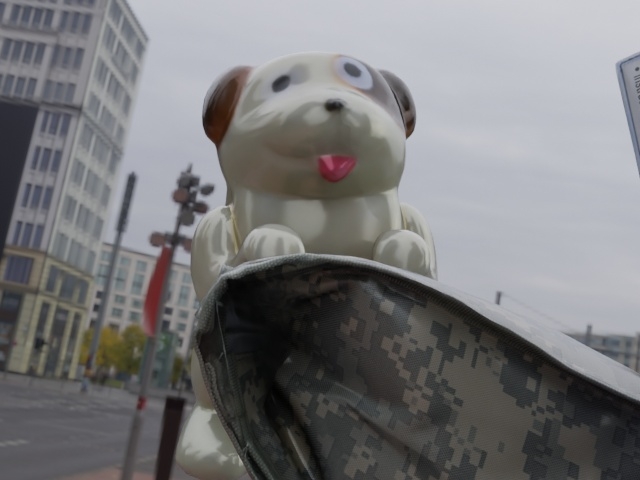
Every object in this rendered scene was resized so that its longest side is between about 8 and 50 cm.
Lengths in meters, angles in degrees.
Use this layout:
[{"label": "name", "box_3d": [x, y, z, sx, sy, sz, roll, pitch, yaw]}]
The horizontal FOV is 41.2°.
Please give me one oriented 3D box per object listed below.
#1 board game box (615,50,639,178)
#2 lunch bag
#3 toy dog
[{"label": "board game box", "box_3d": [0.254, 0.030, 0.188, 0.318, 0.319, 0.066, -21, -35, 34]}, {"label": "lunch bag", "box_3d": [0.052, 0.103, 0.501, 0.287, 0.169, 0.235, 27, -2, -2]}, {"label": "toy dog", "box_3d": [0.000, 0.000, 0.935, 0.284, 0.408, 0.395, 2, 17, 0]}]
